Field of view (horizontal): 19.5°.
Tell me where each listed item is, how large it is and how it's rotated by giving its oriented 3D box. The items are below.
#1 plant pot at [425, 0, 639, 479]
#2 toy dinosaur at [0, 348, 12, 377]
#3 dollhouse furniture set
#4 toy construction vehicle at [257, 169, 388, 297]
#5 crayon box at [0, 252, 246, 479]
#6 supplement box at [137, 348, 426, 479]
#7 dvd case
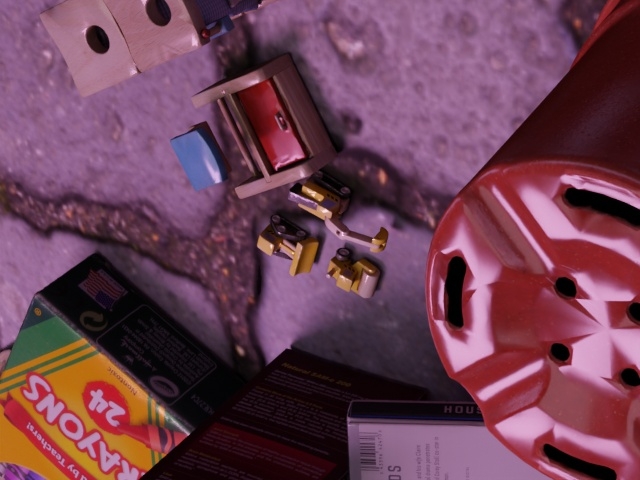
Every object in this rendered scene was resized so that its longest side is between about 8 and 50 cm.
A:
[{"bbox_3d":[0.207,-0.007,1.024,0.272,0.265,0.272,19,126,28],"label":"plant pot"},{"bbox_3d":[-0.342,0.154,1.704,0.118,0.064,0.268,37,129,9],"label":"toy dinosaur"},{"bbox_3d":[-0.069,-0.112,1.269,0.129,0.129,0.183,-17,104,43],"label":"dollhouse furniture set"},{"bbox_3d":[0.000,0.000,1.352,0.098,0.035,0.086,34,132,17],"label":"toy construction vehicle"},{"bbox_3d":[-0.188,0.188,1.584,0.202,0.081,0.318,39,134,12],"label":"crayon box"},{"bbox_3d":[-0.036,0.179,1.346,0.130,0.239,0.073,16,126,31],"label":"supplement box"},{"bbox_3d":[0.140,0.192,1.293,0.239,0.029,0.179,1,121,7],"label":"dvd case"}]
